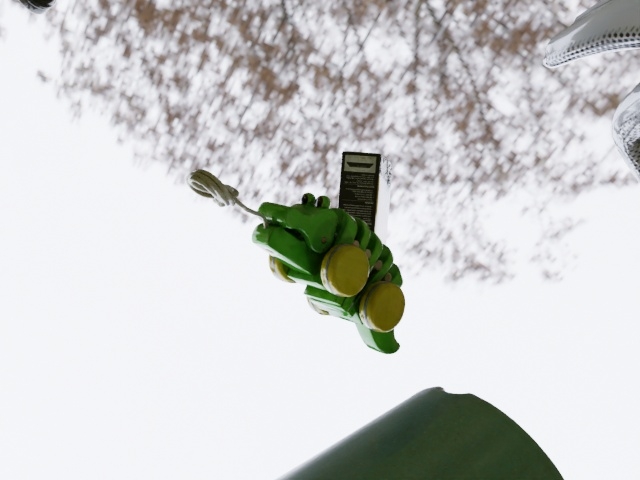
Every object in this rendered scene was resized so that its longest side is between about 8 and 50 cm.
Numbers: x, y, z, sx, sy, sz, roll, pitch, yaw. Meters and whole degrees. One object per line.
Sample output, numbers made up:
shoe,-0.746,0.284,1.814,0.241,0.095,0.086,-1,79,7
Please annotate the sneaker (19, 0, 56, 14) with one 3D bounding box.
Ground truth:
sneaker,-0.265,-0.317,1.193,0.051,0.089,0.170,33,-136,-33

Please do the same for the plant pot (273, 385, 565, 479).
plant pot,0.062,0.333,1.126,0.334,0.341,0.341,-32,-110,-30

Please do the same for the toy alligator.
toy alligator,0.000,0.000,0.642,0.189,0.056,0.051,44,-112,-39

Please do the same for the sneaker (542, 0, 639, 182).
sneaker,0.173,-0.100,0.477,0.210,0.366,0.137,-39,-74,-8

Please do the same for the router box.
router box,0.049,-0.027,1.283,0.046,0.133,0.179,5,-178,8
